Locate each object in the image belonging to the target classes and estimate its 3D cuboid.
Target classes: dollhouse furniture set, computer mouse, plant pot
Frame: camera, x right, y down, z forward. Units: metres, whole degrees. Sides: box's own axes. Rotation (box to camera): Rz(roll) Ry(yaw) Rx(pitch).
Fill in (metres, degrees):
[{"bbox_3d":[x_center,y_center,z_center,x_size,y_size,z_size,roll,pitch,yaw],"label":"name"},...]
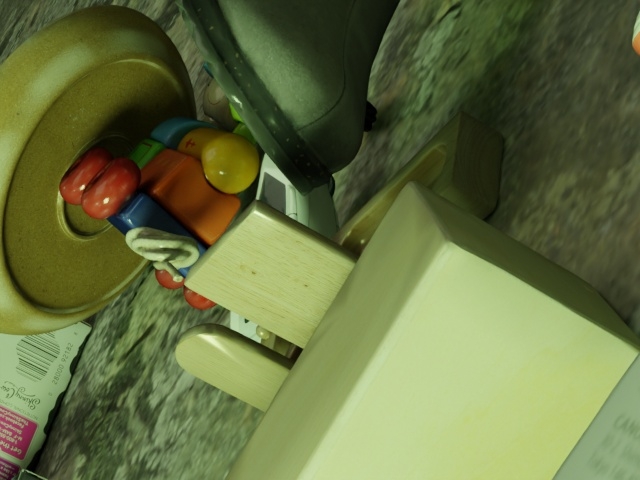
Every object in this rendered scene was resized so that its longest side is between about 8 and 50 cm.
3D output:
[{"bbox_3d":[0.000,0.000,0.807,0.144,0.123,0.151,-45,24,42],"label":"dollhouse furniture set"},{"bbox_3d":[-0.005,-0.017,0.950,0.106,0.042,0.193,62,-146,-60],"label":"computer mouse"},{"bbox_3d":[-0.157,-0.040,1.230,0.032,0.236,0.236,25,85,31],"label":"plant pot"}]

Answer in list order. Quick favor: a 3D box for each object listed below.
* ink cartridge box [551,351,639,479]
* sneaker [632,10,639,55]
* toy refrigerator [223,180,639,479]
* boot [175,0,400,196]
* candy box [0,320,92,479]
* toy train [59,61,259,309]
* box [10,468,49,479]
[{"bbox_3d":[0.219,-0.024,0.341,0.385,0.091,0.308,-54,17,-3],"label":"ink cartridge box"},{"bbox_3d":[0.170,-0.080,0.600,0.158,0.061,0.065,-42,53,49],"label":"sneaker"},{"bbox_3d":[0.007,0.123,0.664,0.269,0.094,0.102,-58,11,8],"label":"toy refrigerator"},{"bbox_3d":[0.048,-0.176,0.868,0.222,0.118,0.338,-23,37,15],"label":"boot"},{"bbox_3d":[-0.270,0.166,1.392,0.159,0.071,0.233,-29,37,58],"label":"candy box"},{"bbox_3d":[-0.061,-0.042,1.103,0.143,0.105,0.248,-50,17,-6],"label":"toy train"},{"bbox_3d":[-0.231,0.262,1.200,0.114,0.036,0.207,-40,28,49],"label":"box"}]
